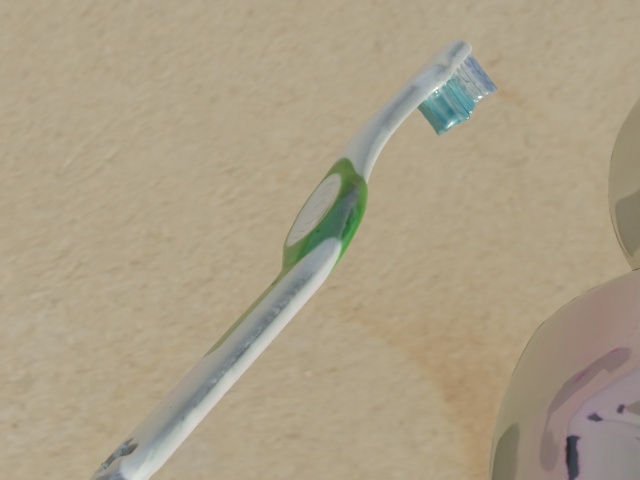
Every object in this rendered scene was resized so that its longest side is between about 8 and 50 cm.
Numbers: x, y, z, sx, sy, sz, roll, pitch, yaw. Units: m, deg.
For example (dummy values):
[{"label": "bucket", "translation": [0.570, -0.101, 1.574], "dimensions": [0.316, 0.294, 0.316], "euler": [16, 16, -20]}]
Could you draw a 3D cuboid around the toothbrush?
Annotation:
[{"label": "toothbrush", "translation": [-0.003, -0.004, 0.837], "dimensions": [0.040, 0.042, 0.418], "euler": [53, 38, -9]}]

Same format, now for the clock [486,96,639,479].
[{"label": "clock", "translation": [0.165, 0.105, 0.418], "dimensions": [0.284, 0.114, 0.309], "euler": [38, 53, -9]}]
